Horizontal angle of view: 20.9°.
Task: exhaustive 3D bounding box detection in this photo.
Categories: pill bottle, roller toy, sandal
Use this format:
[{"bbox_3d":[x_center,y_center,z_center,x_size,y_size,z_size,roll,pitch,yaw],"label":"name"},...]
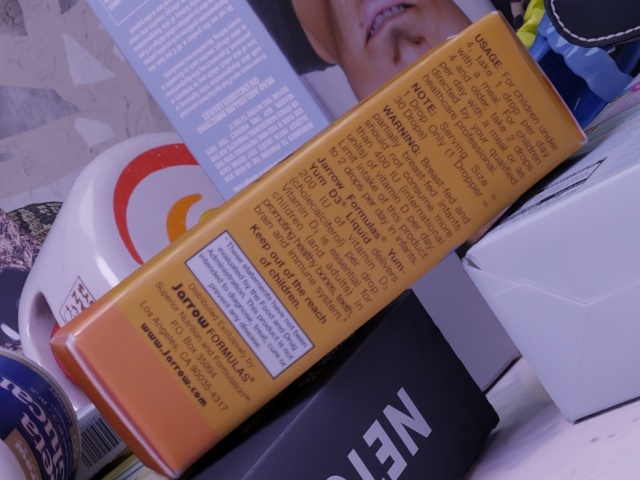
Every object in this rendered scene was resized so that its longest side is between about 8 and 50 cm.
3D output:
[{"bbox_3d":[-0.159,0.105,0.718,0.094,0.094,0.169,-33,6,7],"label":"pill bottle"},{"bbox_3d":[-0.082,0.034,1.087,0.209,0.191,0.146,-83,20,-46],"label":"roller toy"},{"bbox_3d":[0.239,-0.202,1.452,0.138,0.126,0.317,-9,58,52],"label":"sandal"}]

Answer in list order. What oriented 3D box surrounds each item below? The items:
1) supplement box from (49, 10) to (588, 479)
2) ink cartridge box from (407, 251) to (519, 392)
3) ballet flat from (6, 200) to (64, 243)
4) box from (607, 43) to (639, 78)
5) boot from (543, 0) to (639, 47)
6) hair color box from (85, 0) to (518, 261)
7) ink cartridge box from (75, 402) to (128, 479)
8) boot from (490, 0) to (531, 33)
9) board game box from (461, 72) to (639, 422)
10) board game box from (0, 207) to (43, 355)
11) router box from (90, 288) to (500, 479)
[{"bbox_3d":[0.000,0.000,0.743,0.233,0.080,0.078,-40,6,-13],"label":"supplement box"},{"bbox_3d":[0.024,0.053,0.933,0.135,0.099,0.056,-30,8,46],"label":"ink cartridge box"},{"bbox_3d":[-0.162,0.048,1.490,0.182,0.164,0.483,-5,-3,13],"label":"ballet flat"},{"bbox_3d":[0.407,-0.272,1.602,0.307,0.076,0.242,-38,7,-31],"label":"box"},{"bbox_3d":[0.179,-0.140,0.779,0.236,0.085,0.178,-28,10,33],"label":"boot"},{"bbox_3d":[0.004,-0.112,1.020,0.113,0.374,0.185,-29,7,45],"label":"hair color box"},{"bbox_3d":[-0.142,0.116,0.874,0.063,0.029,0.115,-38,4,-30],"label":"ink cartridge box"},{"bbox_3d":[0.065,-0.107,1.692,0.284,0.377,0.138,-5,32,-31],"label":"boot"},{"bbox_3d":[0.229,-0.063,0.767,0.224,0.097,0.303,-27,10,43],"label":"board game box"},{"bbox_3d":[-0.283,0.086,1.186,0.232,0.291,0.141,-52,11,-16],"label":"board game box"},{"bbox_3d":[-0.083,0.159,0.737,0.243,0.081,0.309,-30,7,31],"label":"router box"}]
